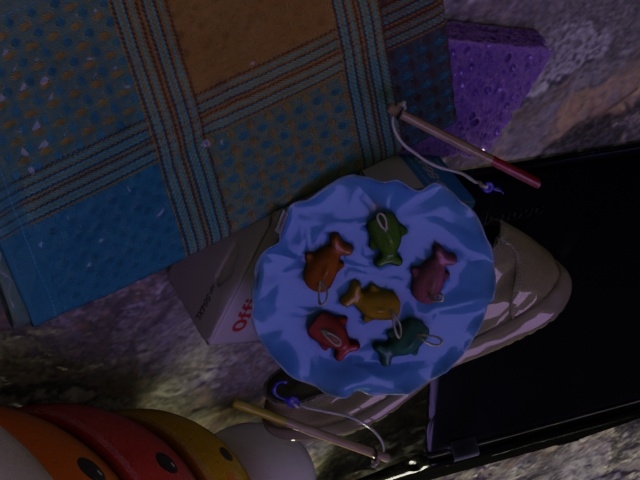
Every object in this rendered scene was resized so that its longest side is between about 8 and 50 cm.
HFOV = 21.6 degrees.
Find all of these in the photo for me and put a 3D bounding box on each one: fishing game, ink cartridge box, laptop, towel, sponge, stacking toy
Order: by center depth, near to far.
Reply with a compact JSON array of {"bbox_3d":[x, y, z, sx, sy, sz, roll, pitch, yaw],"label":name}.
[{"bbox_3d":[-0.077,-0.113,1.126,0.370,0.040,0.271,-27,133,-19],"label":"towel"},{"bbox_3d":[0.041,0.037,1.227,0.189,0.041,0.264,26,104,-20],"label":"fishing game"},{"bbox_3d":[0.077,-0.119,1.310,0.210,0.031,0.117,0,133,-40],"label":"sponge"},{"bbox_3d":[0.000,0.000,1.343,0.203,0.086,0.148,-1,133,-37],"label":"ink cartridge box"},{"bbox_3d":[-0.168,0.242,1.391,0.480,0.350,0.351,-19,147,-53],"label":"stacking toy"},{"bbox_3d":[0.203,0.086,1.674,0.382,0.236,0.408,-9,167,-30],"label":"laptop"}]

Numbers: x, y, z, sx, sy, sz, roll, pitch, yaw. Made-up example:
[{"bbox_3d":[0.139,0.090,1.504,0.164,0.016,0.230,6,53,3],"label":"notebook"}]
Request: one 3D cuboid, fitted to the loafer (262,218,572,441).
[{"bbox_3d":[0.063,0.065,1.318,0.268,0.102,0.092,-29,111,4],"label":"loafer"}]
